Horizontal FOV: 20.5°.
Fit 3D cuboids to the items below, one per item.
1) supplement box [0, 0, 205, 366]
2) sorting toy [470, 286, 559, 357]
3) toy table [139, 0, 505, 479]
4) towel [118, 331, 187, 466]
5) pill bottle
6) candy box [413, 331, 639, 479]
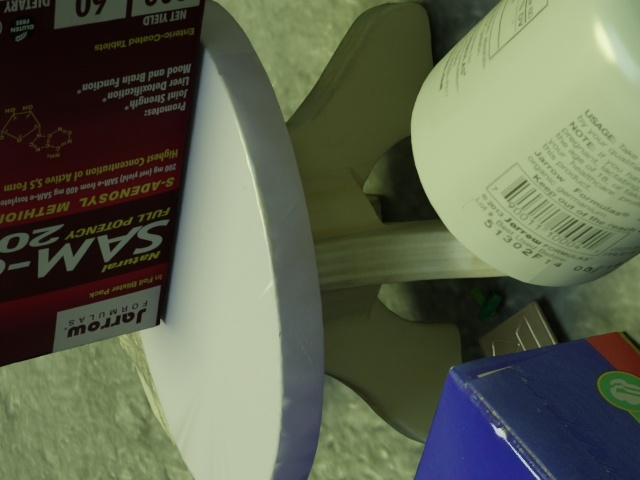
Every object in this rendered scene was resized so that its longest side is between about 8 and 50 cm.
[{"bbox_3d":[-0.139,-0.052,0.892,0.073,0.130,0.239,49,141,39],"label":"supplement box"},{"bbox_3d":[0.111,0.057,0.977,0.062,0.012,0.083,-43,68,52],"label":"sorting toy"},{"bbox_3d":[0.000,0.000,0.966,0.252,0.161,0.274,27,123,54],"label":"toy table"},{"bbox_3d":[-0.118,0.047,1.194,0.187,0.049,0.282,59,167,19],"label":"towel"},{"bbox_3d":[0.146,-0.079,0.756,0.229,0.131,0.131,-42,69,55],"label":"pill bottle"},{"bbox_3d":[0.145,0.250,0.905,0.268,0.122,0.317,51,141,38],"label":"candy box"}]
